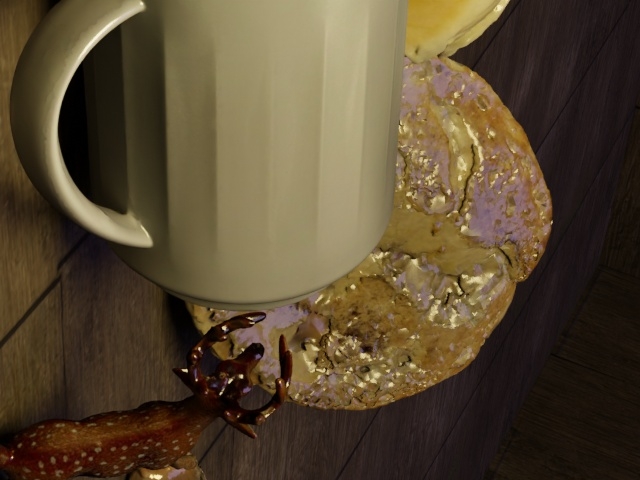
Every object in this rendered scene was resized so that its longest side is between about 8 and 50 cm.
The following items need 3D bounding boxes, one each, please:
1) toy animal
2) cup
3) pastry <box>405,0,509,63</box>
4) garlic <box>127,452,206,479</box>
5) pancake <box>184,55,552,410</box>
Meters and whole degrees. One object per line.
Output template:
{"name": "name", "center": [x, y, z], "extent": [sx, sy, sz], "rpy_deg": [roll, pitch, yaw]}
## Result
{"name": "toy animal", "center": [-0.141, 0.152, 1.420], "extent": [0.243, 0.087, 0.260], "rpy_deg": [-23, 171, -13]}
{"name": "cup", "center": [-0.083, -0.105, 1.297], "extent": [0.323, 0.237, 0.327], "rpy_deg": [-36, 148, -33]}
{"name": "pastry", "center": [0.049, -0.271, 1.464], "extent": [0.133, 0.264, 0.265], "rpy_deg": [-73, 173, -54]}
{"name": "garlic", "center": [-0.165, 0.262, 1.777], "extent": [0.084, 0.066, 0.152], "rpy_deg": [1, 107, -44]}
{"name": "pancake", "center": [0.042, -0.009, 1.712], "extent": [0.387, 0.082, 0.387], "rpy_deg": [-10, 117, -20]}
